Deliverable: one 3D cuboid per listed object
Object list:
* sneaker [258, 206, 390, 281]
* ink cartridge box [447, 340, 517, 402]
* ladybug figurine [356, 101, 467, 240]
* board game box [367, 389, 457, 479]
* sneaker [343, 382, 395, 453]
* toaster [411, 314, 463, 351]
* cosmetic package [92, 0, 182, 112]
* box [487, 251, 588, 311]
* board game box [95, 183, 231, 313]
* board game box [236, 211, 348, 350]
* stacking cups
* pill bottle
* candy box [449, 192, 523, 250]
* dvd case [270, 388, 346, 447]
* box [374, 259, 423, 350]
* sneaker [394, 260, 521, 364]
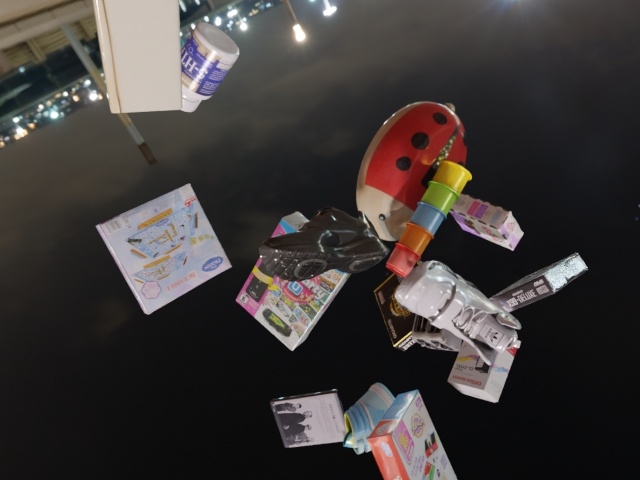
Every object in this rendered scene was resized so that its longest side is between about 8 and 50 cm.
[{"bbox_3d":[0.000,0.000,0.943,0.286,0.130,0.109,-1,151,-42],"label":"sneaker"},{"bbox_3d":[0.448,0.339,1.358,0.127,0.072,0.175,-4,-129,56],"label":"ink cartridge box"},{"bbox_3d":[0.283,-0.205,1.419,0.449,0.305,0.162,-64,-157,-4],"label":"ladybug figurine"},{"bbox_3d":[0.245,0.567,1.207,0.064,0.317,0.242,-25,177,28],"label":"board game box"},{"bbox_3d":[0.190,0.625,1.507,0.208,0.319,0.127,-29,161,-22],"label":"sneaker"},{"bbox_3d":[0.428,0.294,1.751,0.168,0.110,0.186,-12,-121,59],"label":"toaster"},{"bbox_3d":[-0.267,-0.356,0.696,0.113,0.309,0.160,-10,-131,-21],"label":"cosmetic package"},{"bbox_3d":[0.785,0.159,1.777,0.307,0.077,0.242,-17,165,-41],"label":"box"},{"bbox_3d":[-0.501,0.023,1.607,0.318,0.318,0.066,-30,-167,-29],"label":"board game box"},{"bbox_3d":[-0.069,0.110,1.333,0.303,0.224,0.097,-58,166,25],"label":"board game box"},{"bbox_3d":[0.279,-0.051,1.273,0.096,0.096,0.316,19,-103,55],"label":"stacking cups"},{"bbox_3d":[-0.284,-0.397,1.149,0.186,0.112,0.112,-44,-163,31],"label":"pill bottle"},{"bbox_3d":[0.523,-0.063,1.566,0.196,0.165,0.070,30,-94,43],"label":"candy box"},{"bbox_3d":[-0.033,0.596,1.639,0.238,0.179,0.029,-13,-170,16],"label":"dvd case"},{"bbox_3d":[0.374,0.260,2.070,0.257,0.079,0.322,-44,-146,23],"label":"box"},{"bbox_3d":[0.341,0.171,1.164,0.210,0.365,0.137,43,-75,41],"label":"sneaker"}]
